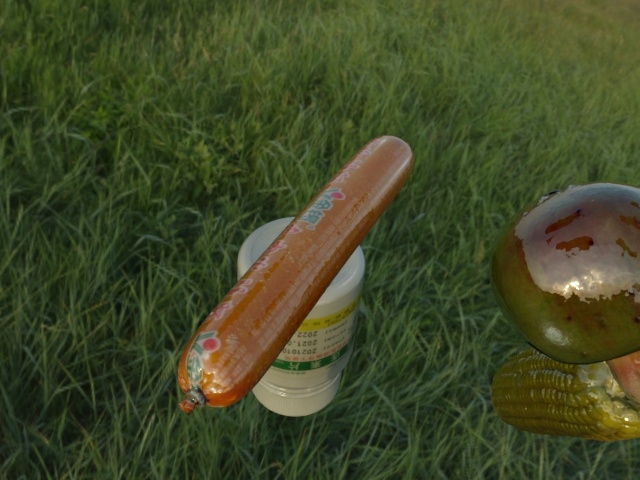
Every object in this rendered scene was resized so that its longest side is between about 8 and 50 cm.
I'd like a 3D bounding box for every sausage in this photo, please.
[{"bbox_3d":[0.000,0.000,0.476,0.053,0.053,0.348,27,43,12],"label":"sausage"}]

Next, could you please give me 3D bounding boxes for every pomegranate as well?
[{"bbox_3d":[0.251,0.051,0.563,0.180,0.180,0.209,-21,86,-44],"label":"pomegranate"}]

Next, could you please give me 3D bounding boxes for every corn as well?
[{"bbox_3d":[0.320,0.199,0.831,0.131,0.344,0.131,2,73,-6],"label":"corn"}]

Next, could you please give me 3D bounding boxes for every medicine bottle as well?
[{"bbox_3d":[-0.039,0.146,1.106,0.208,0.339,0.208,2,42,-2],"label":"medicine bottle"}]
